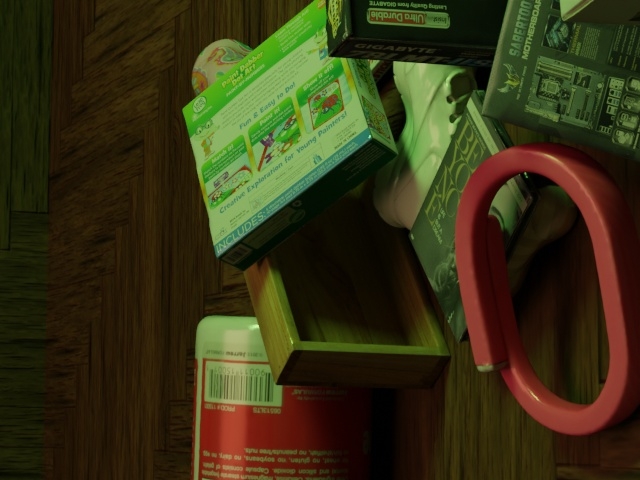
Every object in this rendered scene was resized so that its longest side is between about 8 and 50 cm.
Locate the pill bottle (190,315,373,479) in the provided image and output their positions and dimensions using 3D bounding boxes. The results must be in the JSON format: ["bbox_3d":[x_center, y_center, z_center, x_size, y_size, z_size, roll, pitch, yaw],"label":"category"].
[{"bbox_3d":[-0.050,0.300,2.186,0.229,0.229,0.407,177,95,-66],"label":"pill bottle"}]

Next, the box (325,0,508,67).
[{"bbox_3d":[0.147,-0.319,1.722,0.073,0.295,0.293,142,128,-68],"label":"box"}]

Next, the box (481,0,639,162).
[{"bbox_3d":[0.263,-0.202,1.601,0.059,0.183,0.232,-33,-42,-64],"label":"box"}]

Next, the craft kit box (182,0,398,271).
[{"bbox_3d":[-0.042,-0.129,2.049,0.250,0.061,0.246,-36,50,25],"label":"craft kit box"}]

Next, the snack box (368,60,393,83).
[{"bbox_3d":[0.059,-0.224,2.242,0.178,0.022,0.064,134,145,-56],"label":"snack box"}]

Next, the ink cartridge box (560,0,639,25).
[{"bbox_3d":[0.306,-0.261,1.446,0.093,0.212,0.154,144,125,-67],"label":"ink cartridge box"}]

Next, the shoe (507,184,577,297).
[{"bbox_3d":[0.197,0.004,1.862,0.219,0.058,0.076,126,140,-51],"label":"shoe"}]

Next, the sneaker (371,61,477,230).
[{"bbox_3d":[0.148,-0.134,1.971,0.129,0.111,0.297,39,130,49],"label":"sneaker"}]

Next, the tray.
[{"bbox_3d":[0.000,0.000,2.135,0.076,0.203,0.411,118,146,-42],"label":"tray"}]

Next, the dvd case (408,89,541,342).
[{"bbox_3d":[0.160,-0.024,1.855,0.221,0.018,0.164,113,147,-41],"label":"dvd case"}]

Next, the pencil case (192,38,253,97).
[{"bbox_3d":[-0.093,-0.194,2.493,0.284,0.124,0.124,-133,51,-58],"label":"pencil case"}]

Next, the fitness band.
[{"bbox_3d":[0.225,0.048,1.694,0.209,0.054,0.291,-4,99,51],"label":"fitness band"}]
